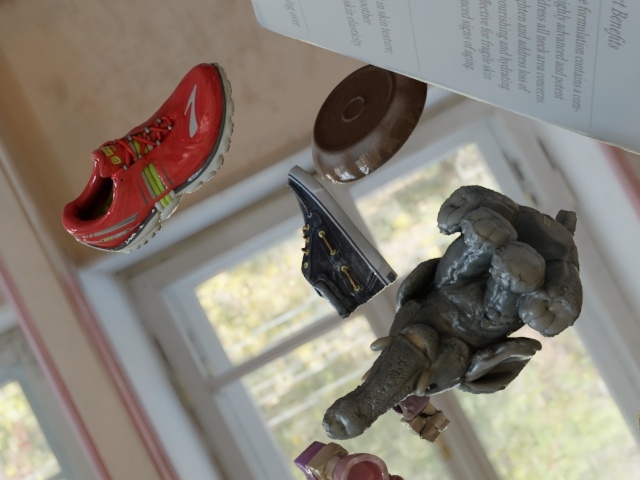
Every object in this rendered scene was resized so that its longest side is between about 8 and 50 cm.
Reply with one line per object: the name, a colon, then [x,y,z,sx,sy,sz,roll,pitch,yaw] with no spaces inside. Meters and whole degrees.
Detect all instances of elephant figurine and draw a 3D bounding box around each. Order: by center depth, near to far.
elephant figurine: [0.124,0.076,1.384,0.186,0.169,0.239,23,119,-26]

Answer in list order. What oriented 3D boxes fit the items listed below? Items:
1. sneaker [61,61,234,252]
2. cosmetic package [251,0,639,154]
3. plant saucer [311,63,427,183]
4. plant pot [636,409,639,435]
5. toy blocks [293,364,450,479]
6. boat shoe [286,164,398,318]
sneaker: [-0.203,-0.093,1.737,0.118,0.107,0.279,15,121,-44]
cosmetic package: [0.158,-0.329,1.247,0.329,0.394,0.327,73,40,-66]
plant saucer: [0.055,-0.168,1.996,0.199,0.198,0.036,-31,131,30]
plant pot: [0.548,0.352,1.987,0.237,0.254,0.237,2,155,1]
toy blocks: [0.117,0.351,1.852,0.309,0.288,0.260,-46,-162,-17]
boat shoe: [0.000,0.000,1.671,0.083,0.183,0.065,-40,156,0]
